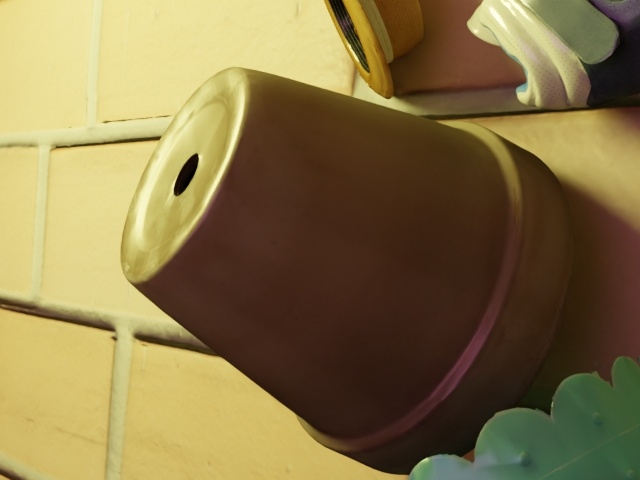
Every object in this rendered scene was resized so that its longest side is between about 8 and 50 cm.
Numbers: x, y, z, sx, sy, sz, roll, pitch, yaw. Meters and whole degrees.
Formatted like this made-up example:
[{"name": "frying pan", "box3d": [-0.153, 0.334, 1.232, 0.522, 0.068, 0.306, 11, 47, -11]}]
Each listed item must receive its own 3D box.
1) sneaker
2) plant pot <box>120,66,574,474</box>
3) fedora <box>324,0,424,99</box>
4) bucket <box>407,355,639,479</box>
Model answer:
[{"name": "sneaker", "box3d": [0.210, -0.272, 0.712, 0.236, 0.130, 0.322, -20, 79, 36]}, {"name": "plant pot", "box3d": [0.000, 0.000, 0.715, 0.323, 0.280, 0.323, -40, 35, 36]}, {"name": "fedora", "box3d": [0.055, -0.244, 0.867, 0.079, 0.194, 0.194, -25, 65, -1]}, {"name": "bucket", "box3d": [0.173, 0.233, 0.627, 0.281, 0.281, 0.183, -46, 62, 31]}]
